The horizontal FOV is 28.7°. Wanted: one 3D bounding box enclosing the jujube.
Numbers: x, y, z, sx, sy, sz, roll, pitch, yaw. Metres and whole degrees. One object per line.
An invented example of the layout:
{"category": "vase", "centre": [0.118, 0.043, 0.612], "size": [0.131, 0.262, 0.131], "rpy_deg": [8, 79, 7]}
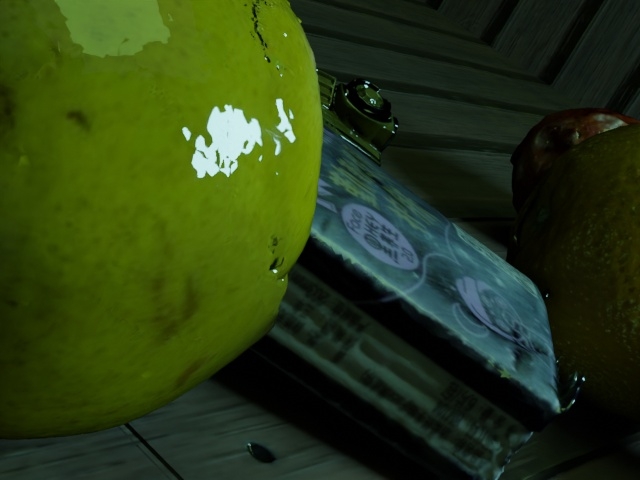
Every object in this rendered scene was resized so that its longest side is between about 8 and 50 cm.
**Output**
{"category": "jujube", "centre": [0.329, -0.041, 1.434], "size": [0.290, 0.197, 0.197], "rpy_deg": [32, 12, -45]}

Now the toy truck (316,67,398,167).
{"category": "toy truck", "centre": [-0.057, -0.112, 1.151], "size": [0.257, 0.127, 0.127], "rpy_deg": [22, 35, -24]}

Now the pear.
{"category": "pear", "centre": [-0.165, -0.045, 0.615], "size": [0.336, 0.285, 0.285], "rpy_deg": [9, 15, 13]}

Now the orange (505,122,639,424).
{"category": "orange", "centre": [0.293, 0.029, 1.068], "size": [0.274, 0.274, 0.274], "rpy_deg": [26, 19, -10]}

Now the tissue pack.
{"category": "tissue pack", "centre": [0.000, 0.000, 0.881], "size": [0.361, 0.122, 0.259], "rpy_deg": [34, 17, -5]}
